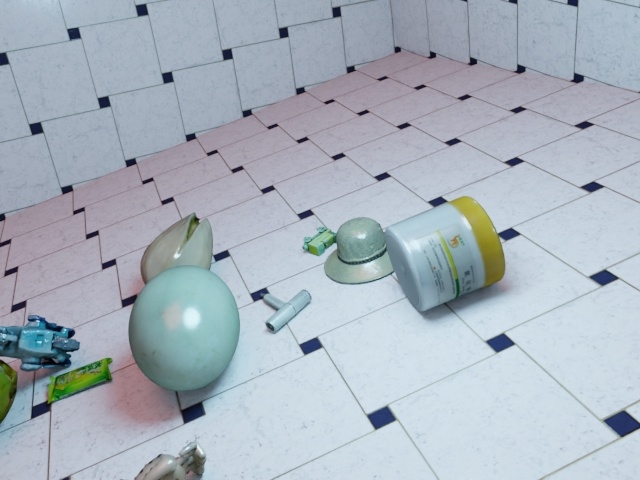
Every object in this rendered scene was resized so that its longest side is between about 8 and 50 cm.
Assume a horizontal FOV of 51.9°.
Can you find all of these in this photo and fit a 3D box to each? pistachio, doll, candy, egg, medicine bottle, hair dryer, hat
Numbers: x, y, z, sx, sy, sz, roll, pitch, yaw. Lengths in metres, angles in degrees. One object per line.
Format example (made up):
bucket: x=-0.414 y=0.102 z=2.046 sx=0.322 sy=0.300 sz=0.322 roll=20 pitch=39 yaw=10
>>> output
pistachio: x=-0.440 y=0.047 z=2.072 sx=0.208 sy=0.226 sz=0.332 roll=24 pitch=44 yaw=-1
doll: x=-0.350 y=0.501 z=1.308 sx=0.278 sy=0.154 sz=0.119 roll=-32 pitch=60 yaw=-29
candy: x=-0.655 y=0.379 z=1.795 sx=0.178 sy=0.032 sz=0.102 roll=-20 pitch=29 yaw=-5
egg: x=-0.342 y=0.214 z=1.663 sx=0.276 sy=0.276 sz=0.389 roll=-16 pitch=26 yaw=2
medicine bottle: x=0.312 y=0.035 z=1.674 sx=0.232 sy=0.238 sz=0.238 roll=-23 pitch=29 yaw=-6
hair dryer: x=-0.137 y=0.187 z=1.857 sx=0.183 sy=0.044 sz=0.155 roll=6 pitch=35 yaw=44
hat: x=0.119 y=0.005 z=1.938 sx=0.257 sy=0.130 sz=0.257 roll=-12 pitch=29 yaw=7

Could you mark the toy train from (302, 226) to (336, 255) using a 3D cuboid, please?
toy train: x=0.000 y=0.000 z=2.095 sx=0.122 sy=0.050 sz=0.081 roll=-35 pitch=38 yaw=-31

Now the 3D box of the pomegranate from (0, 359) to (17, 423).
pomegranate: x=-0.962 y=0.413 z=1.667 sx=0.359 sy=0.216 sz=0.310 roll=-3 pitch=1 yaw=-11

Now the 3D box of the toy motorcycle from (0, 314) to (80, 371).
toy motorcycle: x=-0.814 y=0.286 z=1.826 sx=0.260 sy=0.154 sz=0.206 roll=15 pitch=-19 yaw=-39
